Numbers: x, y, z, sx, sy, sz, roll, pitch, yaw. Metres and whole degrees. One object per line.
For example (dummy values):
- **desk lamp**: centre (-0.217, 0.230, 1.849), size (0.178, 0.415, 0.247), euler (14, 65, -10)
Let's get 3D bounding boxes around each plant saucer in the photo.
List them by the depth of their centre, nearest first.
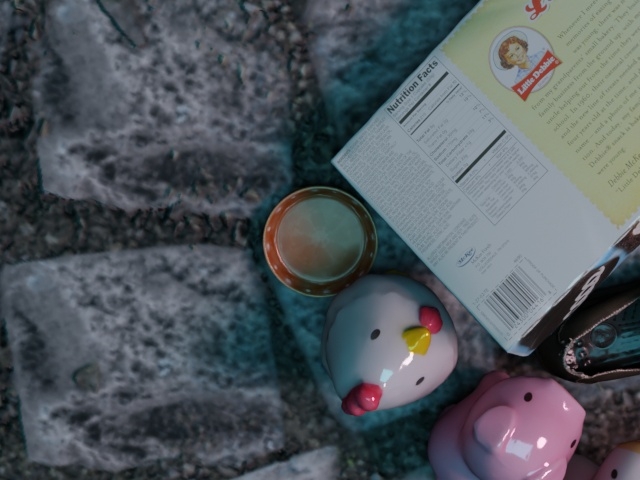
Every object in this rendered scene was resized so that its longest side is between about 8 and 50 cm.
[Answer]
- **plant saucer**: centre (0.000, 0.000, 1.146), size (0.083, 0.013, 0.084), euler (0, 105, 1)

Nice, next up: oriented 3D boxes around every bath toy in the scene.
- **bath toy**: centre (0.143, 0.157, 1.114), size (0.348, 0.129, 0.151), euler (41, 116, -7)

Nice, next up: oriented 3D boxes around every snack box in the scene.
- **snack box**: centre (0.180, -0.101, 1.048), size (0.322, 0.060, 0.187), euler (-46, 69, 13)

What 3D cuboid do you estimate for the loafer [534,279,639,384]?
- **loafer**: centre (0.261, 0.058, 1.118), size (0.220, 0.078, 0.080), euler (-22, 103, 8)
